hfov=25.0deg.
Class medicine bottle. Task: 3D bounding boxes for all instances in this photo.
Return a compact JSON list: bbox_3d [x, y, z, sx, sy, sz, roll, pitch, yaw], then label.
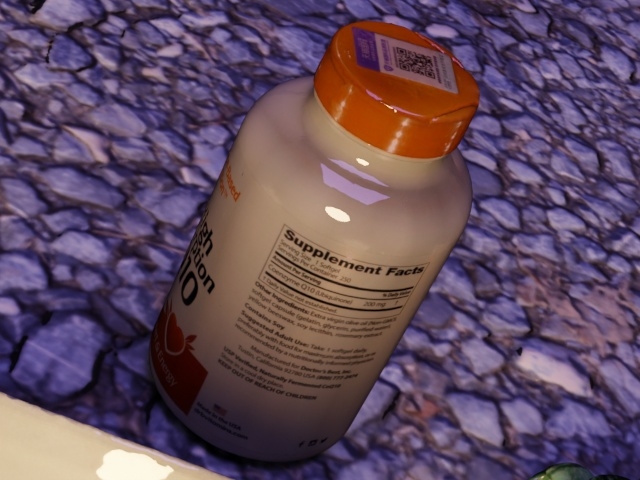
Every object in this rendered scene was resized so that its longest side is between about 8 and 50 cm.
[{"bbox_3d":[0.000,0.000,0.941,0.157,0.288,0.157,17,37,-13],"label":"medicine bottle"}]

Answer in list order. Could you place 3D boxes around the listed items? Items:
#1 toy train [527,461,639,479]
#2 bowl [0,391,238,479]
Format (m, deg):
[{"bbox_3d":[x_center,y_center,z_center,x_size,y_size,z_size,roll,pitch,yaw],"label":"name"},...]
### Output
[{"bbox_3d":[0.229,0.269,0.877,0.238,0.167,0.299,11,39,-36],"label":"toy train"},{"bbox_3d":[-0.116,0.168,0.736,0.277,0.277,0.145,23,80,-4],"label":"bowl"}]
